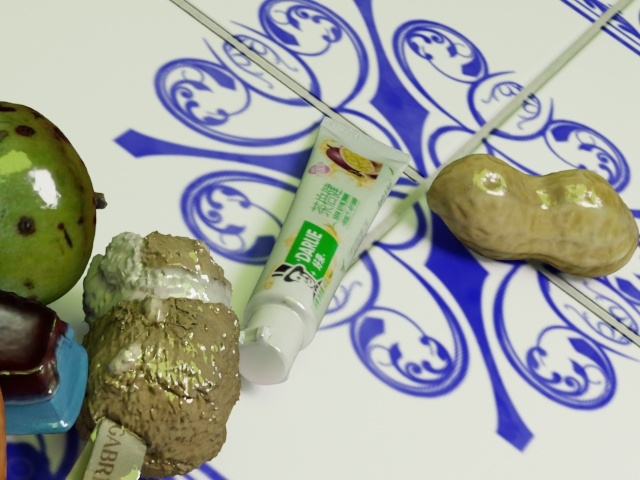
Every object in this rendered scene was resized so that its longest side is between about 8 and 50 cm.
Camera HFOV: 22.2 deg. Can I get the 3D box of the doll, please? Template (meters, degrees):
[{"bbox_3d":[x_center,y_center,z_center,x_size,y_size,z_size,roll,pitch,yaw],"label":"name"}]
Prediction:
[{"bbox_3d":[-0.103,0.082,1.004,0.115,0.105,0.221,40,28,-24],"label":"doll"}]

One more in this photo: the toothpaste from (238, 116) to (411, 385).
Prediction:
[{"bbox_3d":[0.000,0.000,1.204,0.058,0.056,0.314,62,28,-24],"label":"toothpaste"}]

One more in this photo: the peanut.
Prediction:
[{"bbox_3d":[0.172,-0.022,1.292,0.193,0.089,0.089,8,44,-23],"label":"peanut"}]

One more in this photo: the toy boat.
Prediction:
[{"bbox_3d":[-0.248,0.073,0.945,0.223,0.097,0.100,6,47,-2],"label":"toy boat"}]

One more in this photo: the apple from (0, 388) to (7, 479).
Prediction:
[{"bbox_3d":[-0.304,0.091,0.676,0.364,0.364,0.364,16,41,-15],"label":"apple"}]

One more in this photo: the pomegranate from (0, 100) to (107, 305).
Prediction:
[{"bbox_3d":[-0.223,-0.011,1.028,0.169,0.148,0.148,-21,52,1],"label":"pomegranate"}]
